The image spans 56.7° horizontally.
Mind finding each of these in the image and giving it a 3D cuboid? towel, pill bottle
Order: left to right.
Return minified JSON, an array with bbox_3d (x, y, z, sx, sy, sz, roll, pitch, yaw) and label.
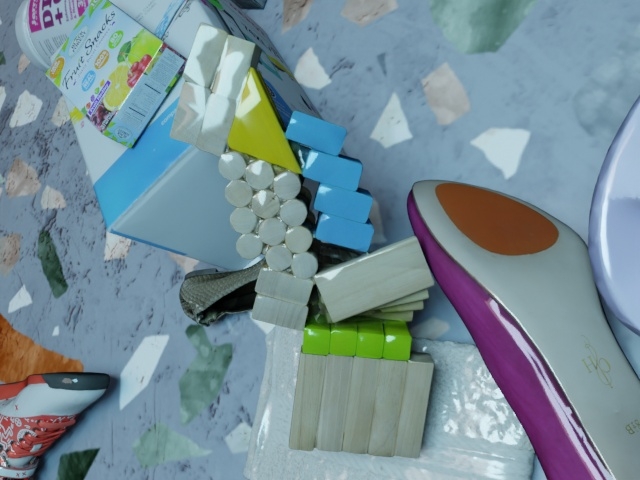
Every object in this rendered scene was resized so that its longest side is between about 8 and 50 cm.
[{"bbox_3d":[-0.312,-0.310,0.844,0.283,0.160,0.160,7,79,43],"label":"pill bottle"},{"bbox_3d":[0.054,0.174,0.543,0.282,0.049,0.187,2,77,32],"label":"towel"}]

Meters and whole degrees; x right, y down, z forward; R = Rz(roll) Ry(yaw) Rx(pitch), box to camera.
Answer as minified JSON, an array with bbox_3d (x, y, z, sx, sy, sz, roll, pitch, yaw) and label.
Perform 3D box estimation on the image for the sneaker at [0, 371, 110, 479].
[{"bbox_3d":[-0.367,0.252,0.762,0.270,0.090,0.144,-16,68,31],"label":"sneaker"}]

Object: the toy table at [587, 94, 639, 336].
[{"bbox_3d":[0.256,-0.058,0.270,0.252,0.161,0.274,30,93,12],"label":"toy table"}]

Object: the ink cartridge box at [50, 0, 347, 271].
[{"bbox_3d":[-0.137,-0.143,0.669,0.197,0.198,0.270,-40,59,17],"label":"ink cartridge box"}]

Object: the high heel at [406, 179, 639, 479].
[{"bbox_3d":[0.157,0.105,0.441,0.377,0.127,0.181,-119,30,-48],"label":"high heel"}]

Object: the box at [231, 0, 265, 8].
[{"bbox_3d":[-0.124,-0.444,0.839,0.183,0.056,0.231,17,85,35],"label":"box"}]

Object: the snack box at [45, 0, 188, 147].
[{"bbox_3d":[-0.200,-0.166,0.572,0.141,0.037,0.100,42,98,34],"label":"snack box"}]

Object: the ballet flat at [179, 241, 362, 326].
[{"bbox_3d":[-0.061,0.052,0.630,0.250,0.084,0.058,-13,53,34],"label":"ballet flat"}]

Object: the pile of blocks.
[{"bbox_3d":[0.000,0.000,0.490,0.149,0.112,0.362,-18,102,5],"label":"pile of blocks"}]
